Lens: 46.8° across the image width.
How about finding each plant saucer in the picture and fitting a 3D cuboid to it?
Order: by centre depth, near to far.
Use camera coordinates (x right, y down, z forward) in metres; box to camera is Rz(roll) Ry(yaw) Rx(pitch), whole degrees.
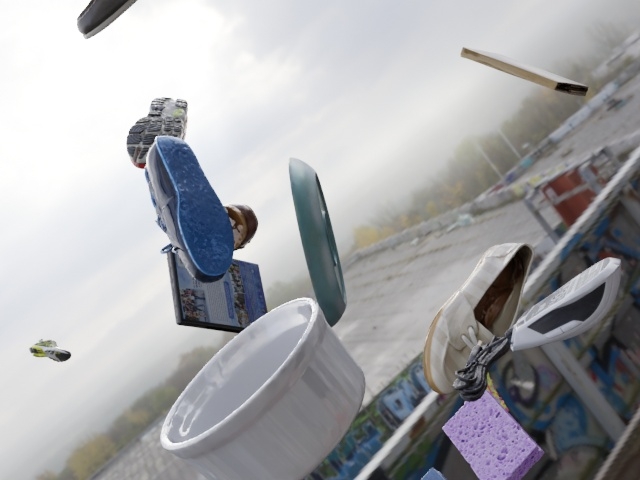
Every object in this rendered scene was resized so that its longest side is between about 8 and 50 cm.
[{"bbox_3d":[0.000,0.000,1.334,0.044,0.317,0.317,-14,5,4],"label":"plant saucer"}]

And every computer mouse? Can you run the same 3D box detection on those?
[{"bbox_3d":[0.218,0.087,0.716,0.193,0.042,0.106,-41,-6,31],"label":"computer mouse"}]

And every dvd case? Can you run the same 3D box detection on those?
[{"bbox_3d":[-0.217,0.112,1.601,0.022,0.180,0.253,-32,-31,34],"label":"dvd case"}]

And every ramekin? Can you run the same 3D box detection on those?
[{"bbox_3d":[-0.070,0.219,1.008,0.277,0.135,0.277,-38,14,11],"label":"ramekin"}]

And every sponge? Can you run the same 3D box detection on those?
[{"bbox_3d":[0.310,0.364,1.357,0.117,0.031,0.210,-49,25,4],"label":"sponge"}]

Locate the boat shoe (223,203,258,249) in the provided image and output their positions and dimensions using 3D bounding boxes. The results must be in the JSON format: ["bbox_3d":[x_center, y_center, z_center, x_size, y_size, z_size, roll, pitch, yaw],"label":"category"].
[{"bbox_3d":[-0.145,-0.018,1.205,0.073,0.073,0.207,-20,-2,-31],"label":"boat shoe"}]

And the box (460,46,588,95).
[{"bbox_3d":[0.383,-0.317,1.388,0.164,0.201,0.021,-10,-55,-51],"label":"box"}]

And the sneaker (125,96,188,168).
[{"bbox_3d":[-0.328,-0.207,1.562,0.107,0.118,0.279,4,32,5],"label":"sneaker"}]

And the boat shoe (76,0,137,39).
[{"bbox_3d":[-0.258,-0.444,1.106,0.335,0.095,0.112,-41,25,6],"label":"boat shoe"}]

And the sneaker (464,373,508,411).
[{"bbox_3d":[0.382,0.368,1.693,0.081,0.094,0.208,105,170,-67],"label":"sneaker"}]

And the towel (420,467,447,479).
[{"bbox_3d":[0.308,0.647,1.911,0.067,0.029,0.119,-45,32,-3],"label":"towel"}]

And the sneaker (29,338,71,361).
[{"bbox_3d":[-0.495,0.199,1.364,0.035,0.083,0.031,-66,-19,-48],"label":"sneaker"}]

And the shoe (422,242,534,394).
[{"bbox_3d":[0.192,0.087,0.885,0.219,0.076,0.058,-56,17,-23],"label":"shoe"}]

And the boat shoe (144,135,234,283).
[{"bbox_3d":[-0.200,-0.039,1.120,0.109,0.258,0.089,7,-40,-38],"label":"boat shoe"}]
